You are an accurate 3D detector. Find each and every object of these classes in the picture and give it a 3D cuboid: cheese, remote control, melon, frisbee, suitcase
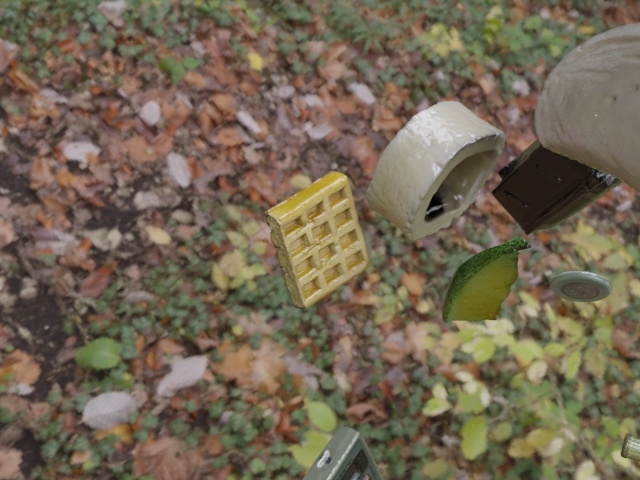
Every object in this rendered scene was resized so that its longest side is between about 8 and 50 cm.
[{"bbox_3d":[0.270,-0.165,2.115,0.153,0.292,0.332,42,41,24],"label":"cheese"},{"bbox_3d":[0.054,0.389,1.328,0.123,0.038,0.285,-50,138,-27],"label":"remote control"},{"bbox_3d":[0.292,0.078,1.604,0.114,0.262,0.053,30,52,1],"label":"melon"},{"bbox_3d":[0.474,0.086,1.672,0.110,0.110,0.014,34,55,-35],"label":"frisbee"},{"bbox_3d":[0.568,-0.185,2.006,0.283,0.434,0.194,-38,86,-22],"label":"suitcase"}]

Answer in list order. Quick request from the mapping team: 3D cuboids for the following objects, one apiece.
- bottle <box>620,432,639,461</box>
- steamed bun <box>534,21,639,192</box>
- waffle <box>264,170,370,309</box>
[{"bbox_3d":[0.610,0.390,1.694,0.063,0.101,0.047,-32,133,-65],"label":"bottle"},{"bbox_3d":[0.474,-0.148,1.126,0.247,0.236,0.383,1,26,-38],"label":"steamed bun"},{"bbox_3d":[0.000,0.000,2.036,0.221,0.055,0.248,-33,119,-31],"label":"waffle"}]
